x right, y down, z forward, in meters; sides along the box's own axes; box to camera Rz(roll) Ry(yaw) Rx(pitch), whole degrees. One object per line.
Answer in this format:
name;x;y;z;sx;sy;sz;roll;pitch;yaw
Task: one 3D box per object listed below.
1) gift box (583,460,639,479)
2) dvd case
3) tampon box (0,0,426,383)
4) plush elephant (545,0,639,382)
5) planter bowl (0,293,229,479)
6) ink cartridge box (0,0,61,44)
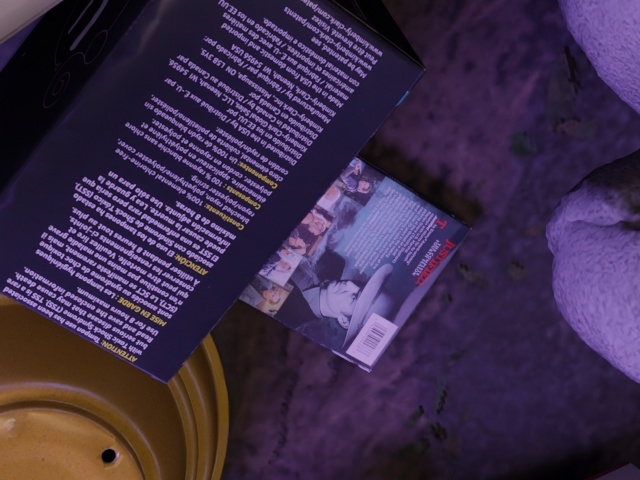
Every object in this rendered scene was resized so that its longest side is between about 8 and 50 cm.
gift box;0.095;0.270;0.686;0.276;0.258;0.255;-14;114;-19
dvd case;0.000;0.000;0.691;0.119;0.013;0.087;30;100;-23
tampon box;-0.058;-0.053;0.583;0.101;0.120;0.161;33;107;-25
plush elephant;0.200;-0.137;0.509;0.330;0.272;0.255;-7;151;-35
planter bowl;-0.131;0.102;0.635;0.217;0.090;0.217;-5;105;-19
ink cartridge box;-0.267;-0.107;0.507;0.307;0.129;0.223;-34;116;-1
